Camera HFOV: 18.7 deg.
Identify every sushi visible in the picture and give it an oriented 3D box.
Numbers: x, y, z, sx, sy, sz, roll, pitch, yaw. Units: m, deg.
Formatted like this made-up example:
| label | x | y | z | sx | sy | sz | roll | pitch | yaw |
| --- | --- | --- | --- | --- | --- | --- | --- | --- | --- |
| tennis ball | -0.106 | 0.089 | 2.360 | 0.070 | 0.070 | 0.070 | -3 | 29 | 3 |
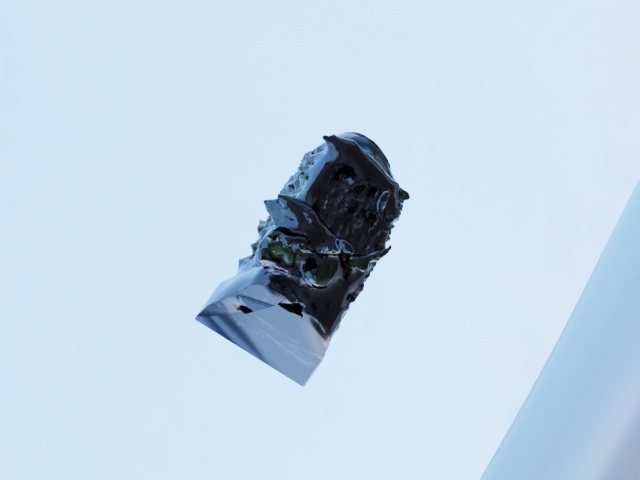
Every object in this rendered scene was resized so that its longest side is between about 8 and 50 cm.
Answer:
| label | x | y | z | sx | sy | sz | roll | pitch | yaw |
| --- | --- | --- | --- | --- | --- | --- | --- | --- | --- |
| sushi | 0.000 | 0.000 | 0.815 | 0.056 | 0.084 | 0.083 | 33 | -126 | 0 |

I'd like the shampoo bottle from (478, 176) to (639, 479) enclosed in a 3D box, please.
| label | x | y | z | sx | sy | sz | roll | pitch | yaw |
| --- | --- | --- | --- | --- | --- | --- | --- | --- | --- |
| shampoo bottle | 0.092 | 0.000 | 0.371 | 0.108 | 0.051 | 0.221 | -12 | -45 | -49 |
